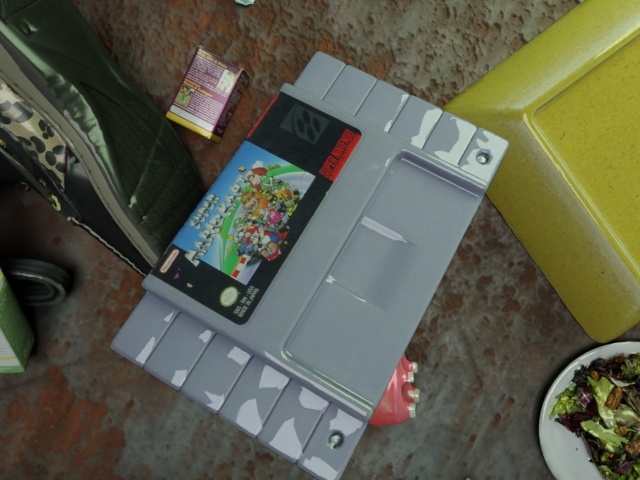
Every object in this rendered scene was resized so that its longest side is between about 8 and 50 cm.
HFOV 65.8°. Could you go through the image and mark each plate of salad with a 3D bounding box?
[{"bbox_3d":[0.349,0.214,0.556,0.200,0.048,0.199,0,95,1],"label":"plate of salad"}]

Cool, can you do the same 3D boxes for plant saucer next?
[{"bbox_3d":[0.352,-0.101,0.515,0.333,0.081,0.332,-37,94,3],"label":"plant saucer"}]

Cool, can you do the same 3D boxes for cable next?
[{"bbox_3d":[-0.429,0.054,0.533,0.287,0.072,0.139,15,131,-10],"label":"cable"}]

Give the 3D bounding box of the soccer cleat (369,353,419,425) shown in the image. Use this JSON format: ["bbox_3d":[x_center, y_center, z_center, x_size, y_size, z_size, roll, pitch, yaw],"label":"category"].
[{"bbox_3d":[0.051,0.079,0.538,0.095,0.083,0.247,-6,94,16],"label":"soccer cleat"}]

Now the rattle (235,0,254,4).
[{"bbox_3d":[-0.143,-0.348,0.528,0.200,0.142,0.130,7,127,-15],"label":"rattle"}]

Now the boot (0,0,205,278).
[{"bbox_3d":[-0.308,-0.074,0.490,0.284,0.138,0.377,-18,126,21],"label":"boot"}]

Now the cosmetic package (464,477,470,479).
[{"bbox_3d":[0.213,0.404,0.567,0.099,0.060,0.239,-40,93,4],"label":"cosmetic package"}]

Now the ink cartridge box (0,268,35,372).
[{"bbox_3d":[-0.396,0.048,0.470,0.171,0.056,0.235,1,137,-11],"label":"ink cartridge box"}]

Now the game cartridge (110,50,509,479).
[{"bbox_3d":[0.000,0.000,0.462,0.230,0.068,0.355,30,73,5],"label":"game cartridge"}]

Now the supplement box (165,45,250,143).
[{"bbox_3d":[-0.121,-0.156,0.535,0.055,0.043,0.083,28,95,0],"label":"supplement box"}]
